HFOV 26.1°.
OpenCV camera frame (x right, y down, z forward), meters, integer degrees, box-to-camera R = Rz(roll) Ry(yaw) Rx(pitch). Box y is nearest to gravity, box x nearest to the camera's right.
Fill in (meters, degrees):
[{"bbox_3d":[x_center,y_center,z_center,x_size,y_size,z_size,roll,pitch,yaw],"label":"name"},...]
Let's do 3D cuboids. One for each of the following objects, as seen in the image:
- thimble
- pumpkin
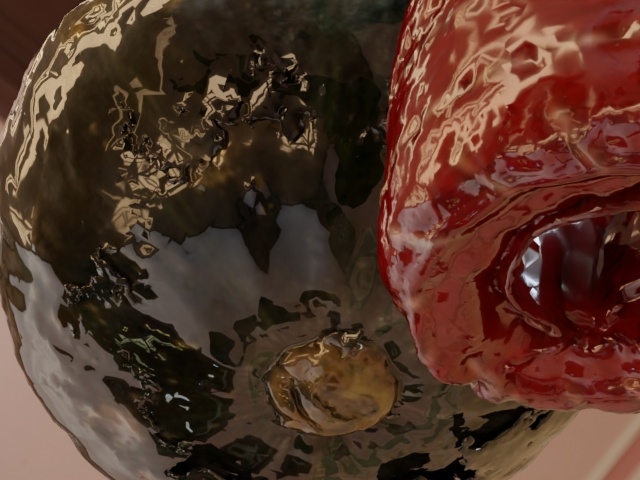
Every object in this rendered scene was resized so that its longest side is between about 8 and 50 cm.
[{"bbox_3d":[0.111,-0.031,0.460,0.190,0.163,0.125,-20,-134,30],"label":"thimble"},{"bbox_3d":[0.000,0.000,0.931,0.454,0.454,0.344,-47,-153,15],"label":"pumpkin"}]
